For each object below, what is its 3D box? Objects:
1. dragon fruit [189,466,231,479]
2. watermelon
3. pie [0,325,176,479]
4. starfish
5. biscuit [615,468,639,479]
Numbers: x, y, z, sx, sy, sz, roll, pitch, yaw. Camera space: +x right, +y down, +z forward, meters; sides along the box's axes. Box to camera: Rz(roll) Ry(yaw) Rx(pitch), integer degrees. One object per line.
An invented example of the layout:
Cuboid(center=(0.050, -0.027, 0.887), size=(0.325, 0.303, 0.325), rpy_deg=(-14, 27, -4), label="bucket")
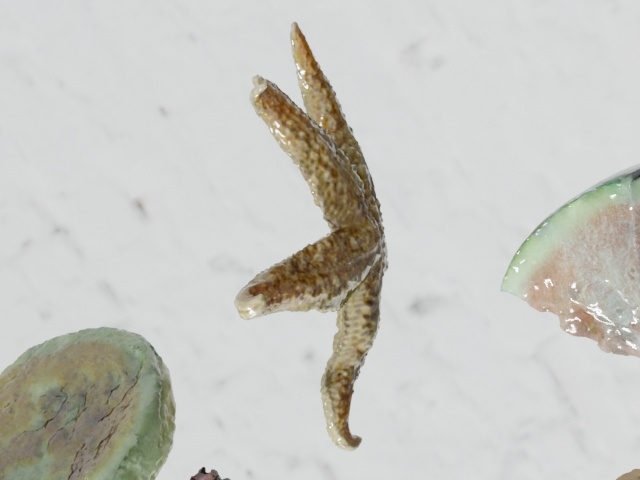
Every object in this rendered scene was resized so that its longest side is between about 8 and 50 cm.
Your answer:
Cuboid(center=(-0.130, 0.394, 2.114), size=(0.163, 0.189, 0.262), rpy_deg=(-15, -74, -47), label="dragon fruit")
Cuboid(center=(0.249, -0.010, 1.256), size=(0.128, 0.231, 0.146), rpy_deg=(-120, 32, -46), label="watermelon")
Cuboid(center=(-0.267, 0.207, 1.887), size=(0.067, 0.302, 0.302), rpy_deg=(50, -169, -35), label="pie")
Cuboid(center=(0.011, -0.001, 1.688), size=(0.327, 0.094, 0.375), rpy_deg=(31, -126, -71), label="starfish")
Cuboid(center=(0.348, 0.385, 2.230), size=(0.035, 0.162, 0.250), rpy_deg=(56, -129, -47), label="biscuit")
